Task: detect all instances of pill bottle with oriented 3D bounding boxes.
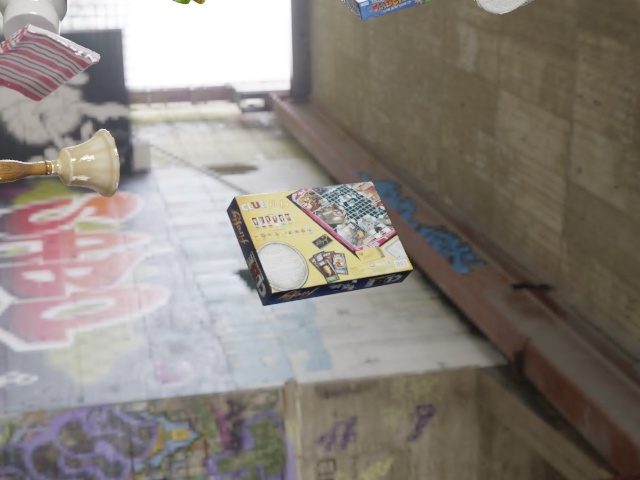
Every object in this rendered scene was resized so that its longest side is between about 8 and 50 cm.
[{"bbox_3d":[-0.547,-0.474,2.016,0.131,0.131,0.229,104,-18,-53],"label":"pill bottle"}]

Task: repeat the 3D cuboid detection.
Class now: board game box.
[{"bbox_3d":[0.000,0.000,1.565,0.042,0.243,0.165,-53,-128,50],"label":"board game box"},{"bbox_3d":[0.110,-0.451,1.898,0.201,0.136,0.035,-119,-167,-62],"label":"board game box"}]

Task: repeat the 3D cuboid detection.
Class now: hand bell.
[{"bbox_3d":[-0.492,-0.129,1.870,0.126,0.242,0.126,15,-72,55],"label":"hand bell"}]

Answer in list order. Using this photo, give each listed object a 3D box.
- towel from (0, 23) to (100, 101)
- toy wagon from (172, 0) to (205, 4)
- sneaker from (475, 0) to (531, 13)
[{"bbox_3d":[-0.492,-0.301,1.823,0.197,0.144,0.029,-21,-118,40],"label":"towel"},{"bbox_3d":[-0.346,-0.517,1.928,0.344,0.267,0.068,40,-66,16],"label":"toy wagon"},{"bbox_3d":[0.351,-0.432,1.556,0.108,0.292,0.169,61,9,-8],"label":"sneaker"}]
